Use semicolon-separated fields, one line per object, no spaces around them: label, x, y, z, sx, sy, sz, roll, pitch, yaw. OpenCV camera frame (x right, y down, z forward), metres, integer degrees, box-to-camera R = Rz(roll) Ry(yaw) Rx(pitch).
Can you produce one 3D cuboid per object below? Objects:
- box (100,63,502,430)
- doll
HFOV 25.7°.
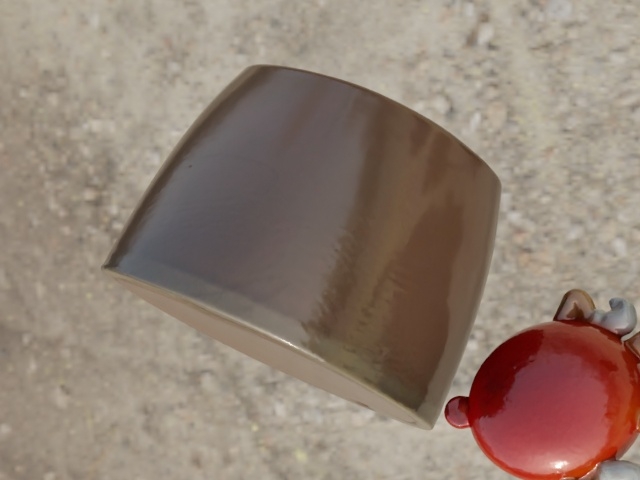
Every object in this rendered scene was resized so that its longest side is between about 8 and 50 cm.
box;0.000;0.000;1.156;0.301;0.301;0.216;19;79;48
doll;0.202;0.122;1.054;0.217;0.085;0.183;-22;51;17
